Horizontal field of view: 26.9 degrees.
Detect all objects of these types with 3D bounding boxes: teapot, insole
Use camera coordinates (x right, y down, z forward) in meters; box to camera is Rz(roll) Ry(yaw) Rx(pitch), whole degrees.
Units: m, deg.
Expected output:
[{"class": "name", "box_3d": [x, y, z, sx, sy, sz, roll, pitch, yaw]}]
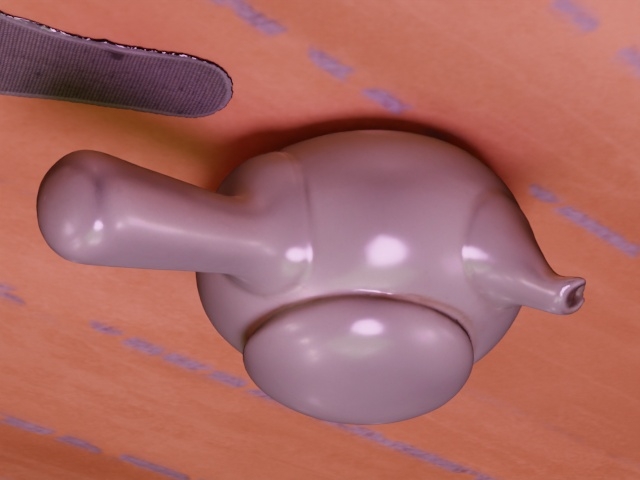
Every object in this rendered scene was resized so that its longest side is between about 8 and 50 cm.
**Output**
[{"class": "teapot", "box_3d": [-0.021, 0.017, 0.791, 0.318, 0.149, 0.220, 11, 146, -19]}, {"class": "insole", "box_3d": [-0.161, -0.099, 0.738, 0.232, 0.003, 0.080, 10, 147, -16]}]
